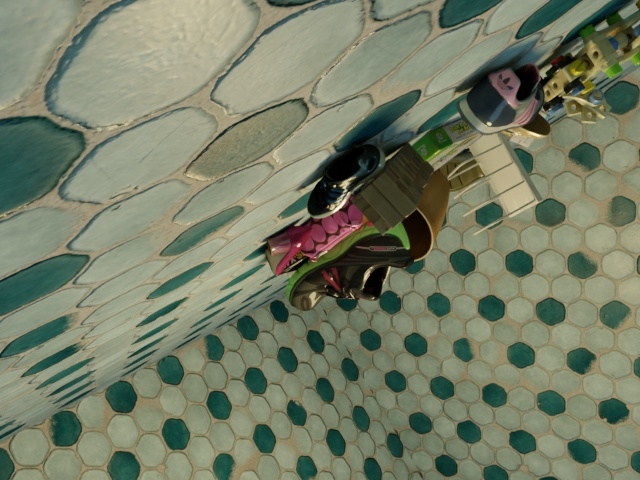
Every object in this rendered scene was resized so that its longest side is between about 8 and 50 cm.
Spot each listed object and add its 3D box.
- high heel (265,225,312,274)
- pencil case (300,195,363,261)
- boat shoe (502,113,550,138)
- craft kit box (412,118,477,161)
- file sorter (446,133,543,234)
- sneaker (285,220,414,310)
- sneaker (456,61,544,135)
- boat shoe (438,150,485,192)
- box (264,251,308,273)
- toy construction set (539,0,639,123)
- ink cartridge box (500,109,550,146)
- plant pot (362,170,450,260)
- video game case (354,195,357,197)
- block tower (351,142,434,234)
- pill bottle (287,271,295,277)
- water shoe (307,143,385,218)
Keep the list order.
[{"bbox_3d":[-0.083,0.024,1.599,0.117,0.082,0.244,-19,159,-11],"label":"high heel"},{"bbox_3d":[0.025,-0.029,1.578,0.095,0.098,0.209,10,148,-32],"label":"pencil case"},{"bbox_3d":[0.421,-0.264,1.339,0.059,0.170,0.063,102,14,-64],"label":"boat shoe"},{"bbox_3d":[0.287,-0.221,1.533,0.247,0.061,0.250,-30,175,-37],"label":"craft kit box"},{"bbox_3d":[0.496,-0.183,1.842,0.173,0.277,0.193,-27,173,-13],"label":"file sorter"},{"bbox_3d":[0.072,0.109,1.747,0.185,0.202,0.483,-24,170,-47],"label":"sneaker"},{"bbox_3d":[0.398,-0.295,1.196,0.319,0.112,0.131,-31,171,-47],"label":"sneaker"},{"bbox_3d":[0.457,-0.230,2.010,0.302,0.113,0.103,-15,-167,-16],"label":"boat shoe"},{"bbox_3d":[0.000,0.000,1.840,0.257,0.079,0.322,-31,174,14],"label":"box"},{"bbox_3d":[0.607,-0.382,1.358,0.215,0.151,0.327,-31,160,-10],"label":"toy construction set"},{"bbox_3d":[0.460,-0.290,1.428,0.143,0.090,0.092,2,126,-53],"label":"ink cartridge box"},{"bbox_3d":[0.284,-0.106,1.813,0.254,0.237,0.237,-46,-175,-37],"label":"plant pot"},{"bbox_3d":[0.174,-0.120,1.603,0.119,0.015,0.166,-20,-165,-13],"label":"video game case"},{"bbox_3d":[0.155,-0.115,1.234,0.091,0.097,0.335,-41,-178,24],"label":"block tower"},{"bbox_3d":[-0.007,0.064,2.073,0.221,0.124,0.124,-28,175,14],"label":"pill bottle"},{"bbox_3d":[0.027,-0.115,1.118,0.080,0.073,0.203,7,142,-46],"label":"water shoe"}]
